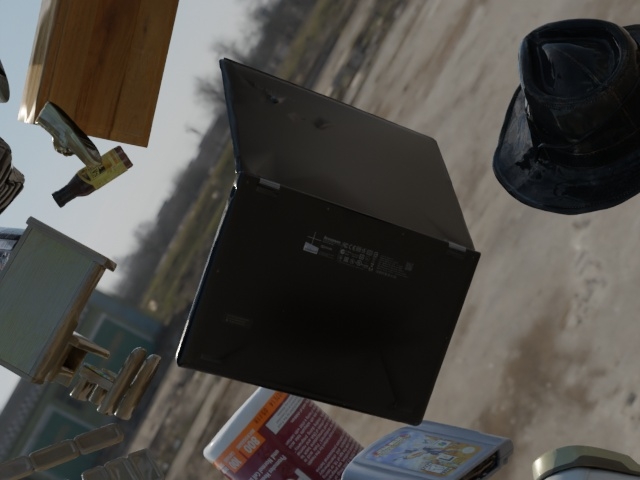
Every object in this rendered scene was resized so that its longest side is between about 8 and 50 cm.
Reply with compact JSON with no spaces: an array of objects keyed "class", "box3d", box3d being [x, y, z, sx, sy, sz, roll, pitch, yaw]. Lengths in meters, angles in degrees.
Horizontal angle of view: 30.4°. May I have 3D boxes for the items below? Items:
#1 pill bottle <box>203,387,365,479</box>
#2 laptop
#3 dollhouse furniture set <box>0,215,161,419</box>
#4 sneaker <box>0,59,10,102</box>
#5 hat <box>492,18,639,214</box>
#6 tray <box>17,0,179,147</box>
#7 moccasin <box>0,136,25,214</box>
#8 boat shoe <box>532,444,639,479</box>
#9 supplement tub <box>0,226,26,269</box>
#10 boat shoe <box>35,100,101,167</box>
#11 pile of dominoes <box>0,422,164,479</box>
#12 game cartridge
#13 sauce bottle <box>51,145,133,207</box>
[{"class":"pill bottle","box3d":[-0.015,0.462,2.284,0.224,0.392,0.224,-48,-2,-2]},{"class":"laptop","box3d":[0.000,0.000,1.662,0.236,0.381,0.408,22,94,65]},{"class":"dollhouse furniture set","box3d":[-0.309,0.090,1.427,0.161,0.212,0.242,-61,-11,-8]},{"class":"sneaker","box3d":[-0.567,-0.294,1.727,0.086,0.163,0.226,-91,-8,-63]},{"class":"hat","box3d":[0.313,-0.189,1.439,0.331,0.134,0.331,-31,35,25]},{"class":"tray","box3d":[-0.331,-0.368,1.864,0.076,0.202,0.411,17,96,53]},{"class":"moccasin","box3d":[-0.475,-0.110,1.530,0.139,0.147,0.380,-49,5,-1]},{"class":"boat shoe","box3d":[0.369,0.304,1.282,0.113,0.302,0.103,123,151,-48]},{"class":"supplement tub","box3d":[-0.458,0.033,1.737,0.197,0.106,0.106,4,59,44]},{"class":"boat shoe","box3d":[-0.370,-0.146,1.722,0.045,0.135,0.050,-46,-29,7]},{"class":"pile of dominoes","box3d":[-0.304,0.325,1.389,0.196,0.251,0.040,48,147,44]},{"class":"game cartridge","box3d":[0.172,0.378,1.973,0.297,0.198,0.062,-20,-64,-53]},{"class":"sauce bottle","box3d":[-0.344,-0.093,1.770,0.128,0.042,0.042,-35,3,-7]}]
